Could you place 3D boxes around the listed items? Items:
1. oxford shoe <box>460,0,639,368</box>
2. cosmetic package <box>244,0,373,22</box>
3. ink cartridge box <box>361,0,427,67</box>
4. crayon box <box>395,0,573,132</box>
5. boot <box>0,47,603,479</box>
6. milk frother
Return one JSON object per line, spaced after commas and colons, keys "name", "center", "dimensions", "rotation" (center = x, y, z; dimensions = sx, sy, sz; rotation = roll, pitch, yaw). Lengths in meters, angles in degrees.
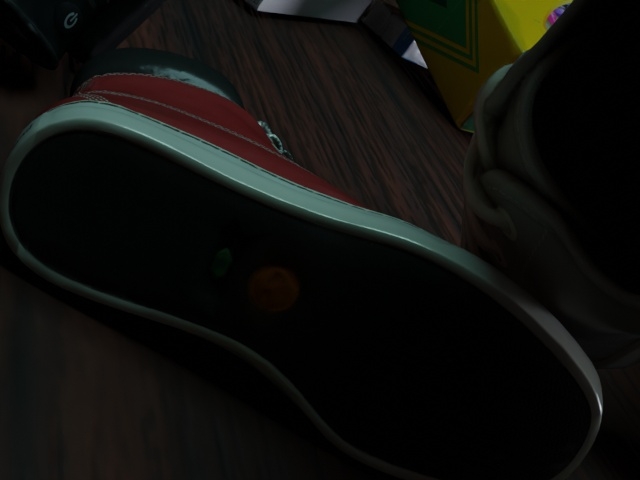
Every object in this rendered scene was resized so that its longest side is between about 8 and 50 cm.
{"name": "oxford shoe", "center": [0.114, -0.030, 0.527], "dimensions": [0.130, 0.169, 0.449], "rotation": [5, -3, -8]}
{"name": "cosmetic package", "center": [-0.028, -0.240, 1.108], "dimensions": [0.099, 0.060, 0.239], "rotation": [42, 19, 12]}
{"name": "ink cartridge box", "center": [0.076, -0.205, 1.257], "dimensions": [0.048, 0.028, 0.083], "rotation": [13, 28, -50]}
{"name": "crayon box", "center": [0.241, -0.216, 1.265], "dimensions": [0.363, 0.106, 0.313], "rotation": [10, 44, -36]}
{"name": "boot", "center": [0.000, 0.000, 0.534], "dimensions": [0.244, 0.088, 0.176], "rotation": [30, 16, -9]}
{"name": "milk frother", "center": [-0.135, -0.169, 0.627], "dimensions": [0.143, 0.135, 0.129], "rotation": [40, -12, 6]}
